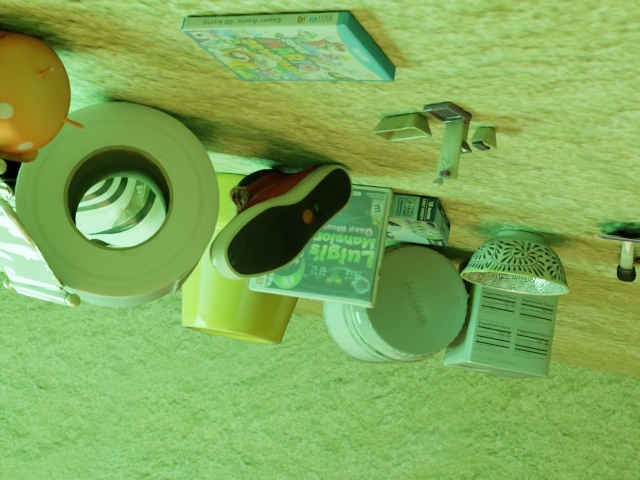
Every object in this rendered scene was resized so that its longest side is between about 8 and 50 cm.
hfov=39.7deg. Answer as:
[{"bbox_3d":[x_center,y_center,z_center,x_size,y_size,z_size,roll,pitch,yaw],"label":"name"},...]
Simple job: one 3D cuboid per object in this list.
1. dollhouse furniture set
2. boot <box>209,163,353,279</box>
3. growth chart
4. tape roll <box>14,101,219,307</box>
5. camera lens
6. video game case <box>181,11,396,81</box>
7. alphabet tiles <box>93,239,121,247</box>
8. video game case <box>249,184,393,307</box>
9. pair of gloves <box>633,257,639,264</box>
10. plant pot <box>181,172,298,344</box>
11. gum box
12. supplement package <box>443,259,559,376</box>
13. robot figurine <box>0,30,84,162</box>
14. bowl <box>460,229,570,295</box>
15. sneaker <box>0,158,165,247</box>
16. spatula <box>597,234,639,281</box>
[{"bbox_3d":[0.115,-0.089,0.956,0.091,0.081,0.114,20,166,-42],"label":"dollhouse furniture set"},{"bbox_3d":[-0.093,-0.028,1.189,0.176,0.088,0.244,4,-149,42],"label":"boot"},{"bbox_3d":[-0.364,-0.011,1.005,0.172,0.021,0.237,16,141,33],"label":"growth chart"},{"bbox_3d":[-0.258,-0.040,1.147,0.246,0.246,0.169,12,169,-9],"label":"tape roll"},{"bbox_3d":[0.136,0.124,1.693,0.219,0.219,0.274,13,169,-12],"label":"camera lens"},{"bbox_3d":[-0.027,-0.176,0.819,0.166,0.015,0.119,5,168,26],"label":"video game case"},{"bbox_3d":[-0.366,-0.007,1.641,0.278,0.021,0.284,-26,-166,-35],"label":"alphabet tiles"},{"bbox_3d":[0.000,0.000,1.291,0.190,0.173,0.022,7,171,17],"label":"video game case"},{"bbox_3d":[0.542,0.040,1.420,0.083,0.010,0.074,21,167,-33],"label":"pair of gloves"},{"bbox_3d":[-0.121,0.039,1.449,0.254,0.239,0.254,9,170,2],"label":"plant pot"},{"bbox_3d":[0.099,-0.036,1.368,0.184,0.041,0.157,7,169,16],"label":"gum box"},{"bbox_3d":[0.335,0.144,1.650,0.149,0.203,0.194,12,169,-4],"label":"supplement package"},{"bbox_3d":[-0.359,-0.159,0.929,0.219,0.158,0.128,8,-169,16],"label":"robot figurine"},{"bbox_3d":[0.312,0.031,1.406,0.170,0.080,0.170,10,169,2],"label":"bowl"},{"bbox_3d":[-0.465,-0.086,1.447,0.448,0.169,0.257,-9,151,39],"label":"sneaker"},{"bbox_3d":[0.466,0.027,1.351,0.084,0.030,0.296,7,166,20],"label":"spatula"}]
